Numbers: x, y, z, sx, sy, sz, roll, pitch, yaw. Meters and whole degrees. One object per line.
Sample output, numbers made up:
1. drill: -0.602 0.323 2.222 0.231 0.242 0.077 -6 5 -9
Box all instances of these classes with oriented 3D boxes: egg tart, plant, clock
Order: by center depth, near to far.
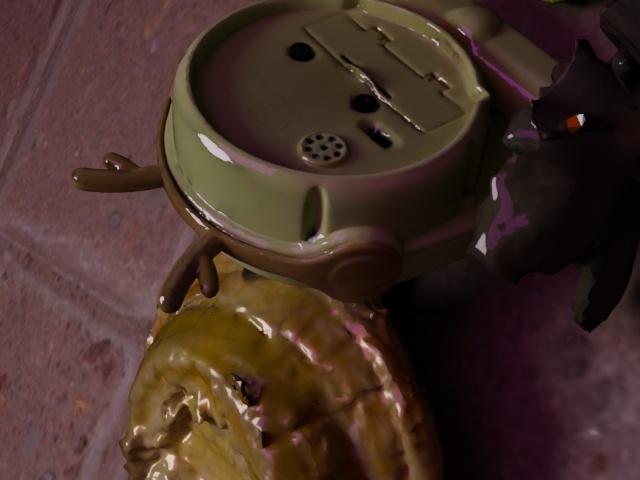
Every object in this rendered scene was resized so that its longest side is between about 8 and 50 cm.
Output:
1. plant: 0.214 -0.069 0.395 0.312 0.215 0.213 -20 64 40
2. clock: 0.002 -0.070 0.538 0.235 0.308 0.096 47 151 29
3. egg tart: -0.049 0.138 0.565 0.290 0.115 0.290 9 103 42

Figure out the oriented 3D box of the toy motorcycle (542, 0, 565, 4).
1. toy motorcycle: 0.123 -0.332 0.625 0.200 0.191 0.326 -52 32 10
